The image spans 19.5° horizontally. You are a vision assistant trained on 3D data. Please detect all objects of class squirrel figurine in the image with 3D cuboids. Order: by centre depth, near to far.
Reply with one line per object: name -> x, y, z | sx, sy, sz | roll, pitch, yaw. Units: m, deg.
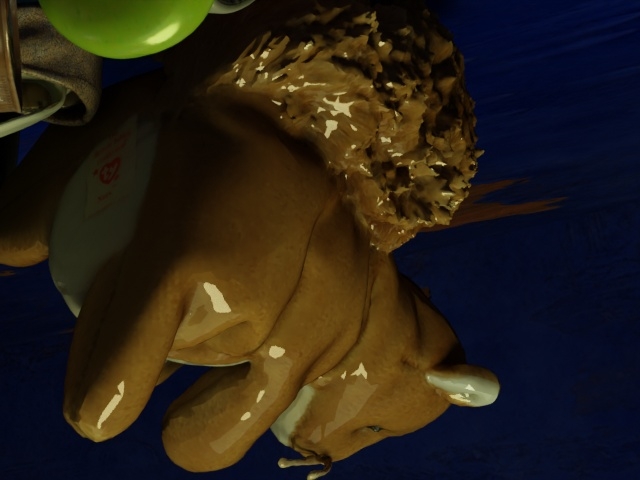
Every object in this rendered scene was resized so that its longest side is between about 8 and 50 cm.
squirrel figurine -> 0.000, 0.000, 1.412 | 0.370, 0.397, 0.281 | 30, -175, -36

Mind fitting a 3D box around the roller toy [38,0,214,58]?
roller toy -> -0.088, -0.191, 0.648 | 0.191, 0.209, 0.146 | -49, 158, 15

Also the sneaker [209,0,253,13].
sneaker -> -0.046, -0.194, 0.998 | 0.118, 0.083, 0.222 | 12, -147, 33

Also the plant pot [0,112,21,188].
plant pot -> -0.344, -0.046, 1.441 | 0.187, 0.167, 0.188 | -12, 170, 18

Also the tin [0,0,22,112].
tin -> -0.207, -0.139, 1.156 | 0.040, 0.106, 0.189 | -8, 171, -7

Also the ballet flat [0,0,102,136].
ballet flat -> -0.285, -0.112, 1.257 | 0.316, 0.106, 0.107 | -4, 170, -30
